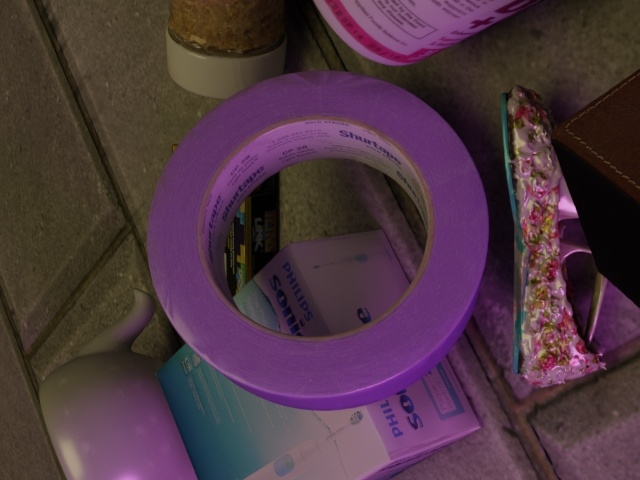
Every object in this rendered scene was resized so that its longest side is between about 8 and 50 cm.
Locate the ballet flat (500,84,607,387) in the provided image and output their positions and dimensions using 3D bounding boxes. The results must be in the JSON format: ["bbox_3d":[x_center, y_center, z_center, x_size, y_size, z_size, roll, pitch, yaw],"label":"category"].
[{"bbox_3d":[0.185,-0.002,0.754,0.077,0.091,0.240,-2,103,18],"label":"ballet flat"}]

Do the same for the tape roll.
[{"bbox_3d":[0.000,0.000,0.809,0.090,0.275,0.274,69,175,-73],"label":"tape roll"}]

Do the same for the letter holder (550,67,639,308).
[{"bbox_3d":[0.314,-0.001,0.523,0.302,0.214,0.152,52,178,45],"label":"letter holder"}]

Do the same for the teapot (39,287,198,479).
[{"bbox_3d":[-0.207,0.236,1.161,0.252,0.187,0.256,-127,18,-52],"label":"teapot"}]

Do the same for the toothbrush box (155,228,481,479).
[{"bbox_3d":[-0.018,0.156,0.963,0.295,0.126,0.216,-45,64,44],"label":"toothbrush box"}]

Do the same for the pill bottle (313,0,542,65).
[{"bbox_3d":[0.129,-0.245,0.689,0.283,0.160,0.160,-19,84,49],"label":"pill bottle"}]

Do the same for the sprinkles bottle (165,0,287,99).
[{"bbox_3d":[-0.082,-0.309,0.885,0.121,0.121,0.355,40,139,36],"label":"sprinkles bottle"}]

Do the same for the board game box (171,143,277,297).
[{"bbox_3d":[-0.109,-0.019,1.088,0.141,0.048,0.170,16,110,48],"label":"board game box"}]
